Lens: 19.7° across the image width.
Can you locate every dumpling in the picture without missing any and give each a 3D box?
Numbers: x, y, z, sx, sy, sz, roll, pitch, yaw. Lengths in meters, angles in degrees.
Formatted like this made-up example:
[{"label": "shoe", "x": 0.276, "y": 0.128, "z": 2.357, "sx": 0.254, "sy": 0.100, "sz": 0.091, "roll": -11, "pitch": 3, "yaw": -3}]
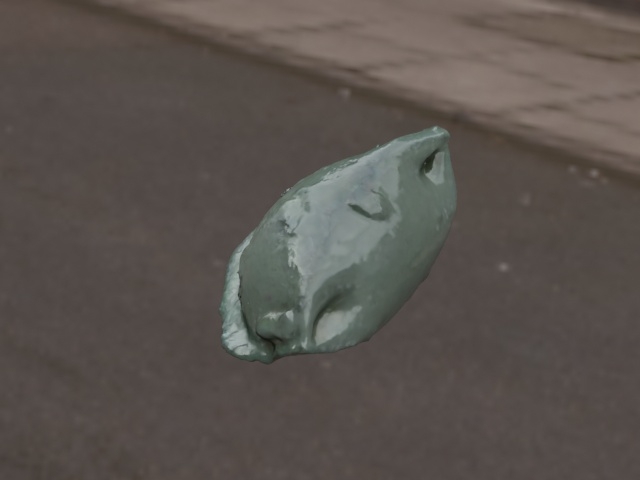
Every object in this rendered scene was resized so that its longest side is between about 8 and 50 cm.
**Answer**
[{"label": "dumpling", "x": 0.002, "y": -0.005, "z": 1.257, "sx": 0.149, "sy": 0.105, "sz": 0.216, "roll": 27, "pitch": 63, "yaw": 26}]
